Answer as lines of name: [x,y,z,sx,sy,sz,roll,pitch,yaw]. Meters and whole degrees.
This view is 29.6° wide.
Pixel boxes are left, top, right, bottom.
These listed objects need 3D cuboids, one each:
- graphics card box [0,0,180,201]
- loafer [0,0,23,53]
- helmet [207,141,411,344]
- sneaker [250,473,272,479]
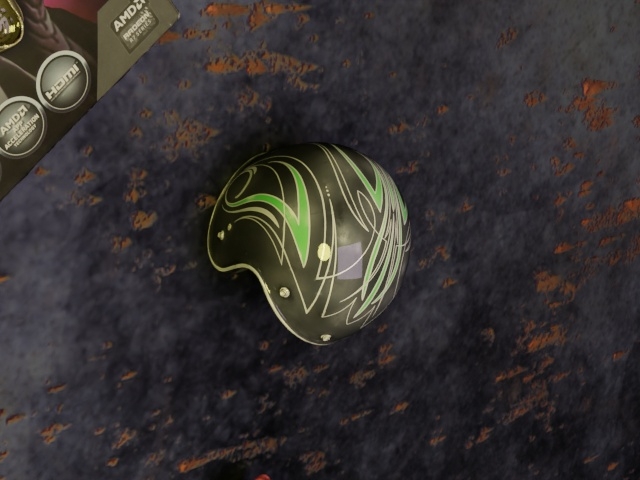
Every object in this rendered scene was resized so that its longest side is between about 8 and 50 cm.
graphics card box: [-0.276,-0.209,0.768,0.233,0.094,0.371,-50,133,-19]
loafer: [-0.229,-0.166,0.726,0.148,0.050,0.056,41,76,-43]
helmet: [0.000,0.000,1.053,0.169,0.161,0.169,-17,116,-38]
sneaker: [-0.023,0.353,1.194,0.136,0.116,0.314,-46,131,-23]
